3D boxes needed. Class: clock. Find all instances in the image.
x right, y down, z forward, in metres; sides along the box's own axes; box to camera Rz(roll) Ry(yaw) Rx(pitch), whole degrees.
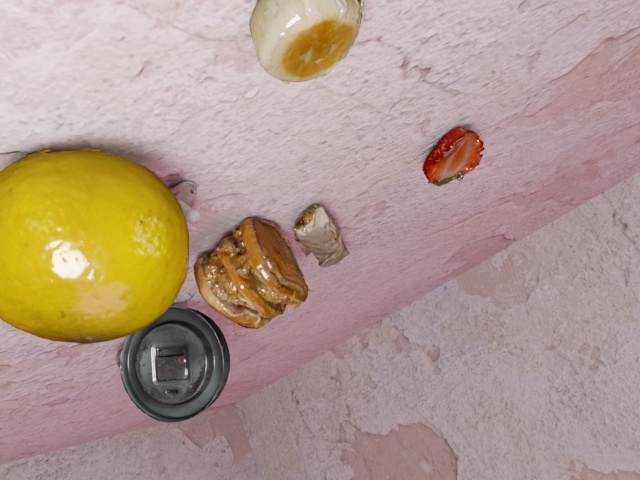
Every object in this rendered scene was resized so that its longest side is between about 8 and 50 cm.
[{"bbox_3d":[-0.391,0.329,1.576,0.313,0.312,0.061,-28,169,11],"label":"clock"}]

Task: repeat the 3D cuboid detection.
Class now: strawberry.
[{"bbox_3d":[0.303,-0.202,1.353,0.146,0.082,0.187,-23,155,-21],"label":"strawberry"}]

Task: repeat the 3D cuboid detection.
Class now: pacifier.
[{"bbox_3d":[-0.246,-0.063,1.069,0.081,0.078,0.099,-43,163,-11],"label":"pacifier"}]

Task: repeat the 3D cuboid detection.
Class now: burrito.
[{"bbox_3d":[0.000,0.000,1.520,0.117,0.076,0.392,-25,161,3],"label":"burrito"}]

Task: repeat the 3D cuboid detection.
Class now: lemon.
[{"bbox_3d":[-0.338,0.007,0.838,0.297,0.297,0.297,-22,161,-8],"label":"lemon"}]

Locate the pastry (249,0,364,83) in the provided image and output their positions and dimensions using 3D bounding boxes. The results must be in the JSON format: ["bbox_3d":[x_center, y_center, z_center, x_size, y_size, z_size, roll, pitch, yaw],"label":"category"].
[{"bbox_3d":[-0.017,-0.279,0.761,0.166,0.088,0.166,-22,164,-7],"label":"pastry"}]

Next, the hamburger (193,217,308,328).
[{"bbox_3d":[-0.154,0.081,1.347,0.211,0.245,0.260,-37,-163,10],"label":"hamburger"}]

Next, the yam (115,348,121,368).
[{"bbox_3d":[-0.541,0.332,1.753,0.141,0.079,0.079,-30,160,18],"label":"yam"}]
